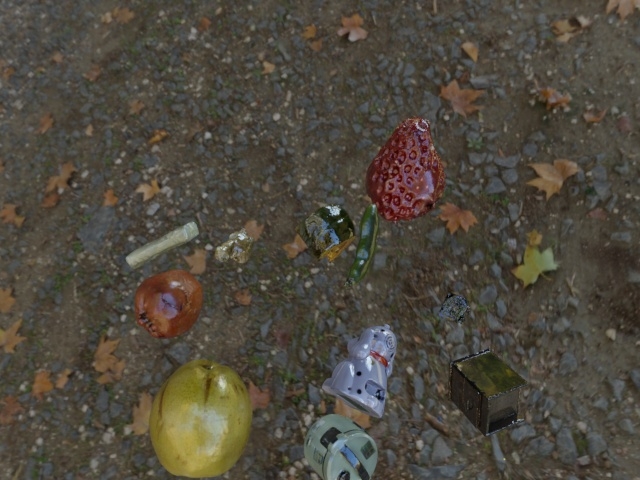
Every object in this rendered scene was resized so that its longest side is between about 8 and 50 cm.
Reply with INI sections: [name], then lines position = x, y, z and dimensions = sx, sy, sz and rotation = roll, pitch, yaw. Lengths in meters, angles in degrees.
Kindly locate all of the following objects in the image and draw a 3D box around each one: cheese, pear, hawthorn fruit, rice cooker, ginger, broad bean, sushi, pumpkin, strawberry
[cheese]
position = -0.373, 0.011, 1.156
dimensions = 0.194, 0.065, 0.043
rotation = -26, 102, 17
[pear]
position = -0.332, 0.502, 1.388
dimensions = 0.314, 0.314, 0.314
rotation = -8, 65, 17
[hawthorn fruit]
position = -0.473, 0.189, 1.595
dimensions = 0.211, 0.299, 0.211
rotation = 6, 112, 16
[rice cooker]
position = 0.074, 0.741, 1.718
dimensions = 0.226, 0.226, 0.244
rotation = -57, 27, -9
[ginger]
position = -0.257, 0.033, 1.473
dimensions = 0.067, 0.096, 0.165
rotation = -6, 22, 32
[broad bean]
position = 0.112, 0.015, 1.232
dimensions = 0.046, 0.065, 0.255
rotation = -16, 49, 51
[sushi]
position = 0.440, 0.221, 1.587
dimensions = 0.084, 0.056, 0.083
rotation = 24, 94, 28
[pumpkin]
position = 0.001, 0.001, 1.669
dimensions = 0.190, 0.280, 0.139
rotation = -27, 74, -35
[strawberry]
position = 0.295, -0.257, 1.708
dimensions = 0.295, 0.345, 0.317
rotation = 15, 35, 29

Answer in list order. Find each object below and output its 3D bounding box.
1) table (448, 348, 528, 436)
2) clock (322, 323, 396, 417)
[table]
position = 0.543, 0.498, 1.611
dimensions = 0.172, 0.169, 0.193
rotation = -15, 28, -17
[clock]
position = 0.135, 0.356, 1.421
dimensions = 0.188, 0.189, 0.254
rotation = 12, 60, 25
